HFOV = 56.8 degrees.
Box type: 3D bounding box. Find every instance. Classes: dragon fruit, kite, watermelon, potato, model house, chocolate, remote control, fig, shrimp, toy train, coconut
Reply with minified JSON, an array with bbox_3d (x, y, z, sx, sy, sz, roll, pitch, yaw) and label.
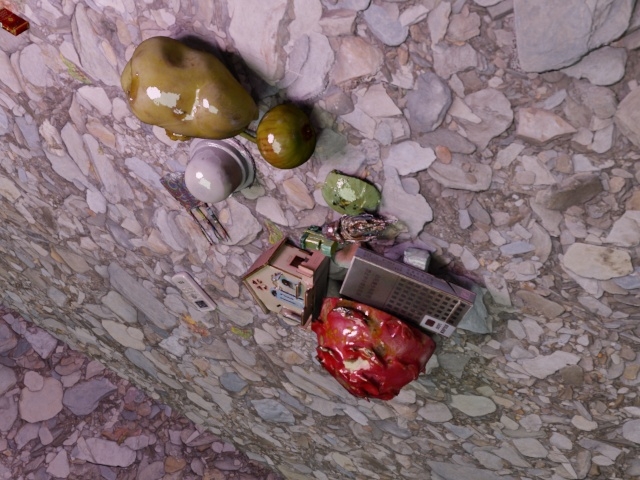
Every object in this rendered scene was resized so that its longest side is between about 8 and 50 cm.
[{"bbox_3d":[0.132,0.327,1.716,0.370,0.249,0.386,29,162,-10],"label":"dragon fruit"},{"bbox_3d":[-0.386,-0.097,1.849,0.152,0.015,0.286,-4,127,40],"label":"kite"},{"bbox_3d":[0.095,0.053,1.664,0.155,0.080,0.101,-16,157,40],"label":"watermelon"},{"bbox_3d":[-0.305,-0.340,1.384,0.350,0.203,0.218,24,141,9],"label":"potato"},{"bbox_3d":[-0.112,0.123,1.776,0.244,0.169,0.326,25,145,16],"label":"model house"},{"bbox_3d":[-0.294,-0.172,1.603,0.221,0.147,0.221,19,143,15],"label":"chocolate"},{"bbox_3d":[-0.470,0.192,2.196,0.087,0.029,0.190,-13,123,41],"label":"remote control"},{"bbox_3d":[-0.128,-0.239,1.428,0.259,0.151,0.151,-2,131,42],"label":"fig"},{"bbox_3d":[0.103,-0.039,1.538,0.232,0.079,0.090,-9,88,36],"label":"shrimp"},{"bbox_3d":[0.000,0.000,1.641,0.122,0.081,0.050,14,132,20],"label":"toy train"},{"bbox_3d":[0.062,-0.115,1.498,0.158,0.055,0.133,-20,120,43],"label":"coconut"}]

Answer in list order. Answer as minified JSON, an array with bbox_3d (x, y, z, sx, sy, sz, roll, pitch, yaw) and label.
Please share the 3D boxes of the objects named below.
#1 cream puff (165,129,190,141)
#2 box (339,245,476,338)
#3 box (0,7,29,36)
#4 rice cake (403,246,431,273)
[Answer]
[{"bbox_3d":[-0.386,-0.299,1.596,0.083,0.058,0.083,36,139,-2],"label":"cream puff"},{"bbox_3d":[0.223,0.140,1.560,0.324,0.047,0.180,22,141,4],"label":"box"},{"bbox_3d":[-0.838,-0.589,1.596,0.082,0.052,0.023,31,142,2],"label":"box"},{"bbox_3d":[0.254,0.101,1.590,0.069,0.063,0.207,10,138,16],"label":"rice cake"}]
